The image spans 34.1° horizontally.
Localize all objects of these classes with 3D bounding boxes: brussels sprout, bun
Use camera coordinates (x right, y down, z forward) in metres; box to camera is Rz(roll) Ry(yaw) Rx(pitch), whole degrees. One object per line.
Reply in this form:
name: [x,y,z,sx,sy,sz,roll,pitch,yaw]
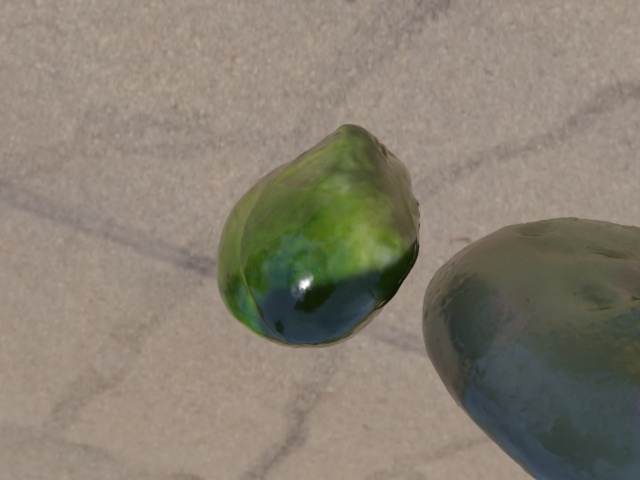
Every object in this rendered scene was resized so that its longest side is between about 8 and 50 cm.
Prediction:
brussels sprout: [0.001,0.004,0.689,0.155,0.155,0.117,-30,101,31]
bun: [0.214,0.071,0.737,0.283,0.283,0.179,24,110,-24]
